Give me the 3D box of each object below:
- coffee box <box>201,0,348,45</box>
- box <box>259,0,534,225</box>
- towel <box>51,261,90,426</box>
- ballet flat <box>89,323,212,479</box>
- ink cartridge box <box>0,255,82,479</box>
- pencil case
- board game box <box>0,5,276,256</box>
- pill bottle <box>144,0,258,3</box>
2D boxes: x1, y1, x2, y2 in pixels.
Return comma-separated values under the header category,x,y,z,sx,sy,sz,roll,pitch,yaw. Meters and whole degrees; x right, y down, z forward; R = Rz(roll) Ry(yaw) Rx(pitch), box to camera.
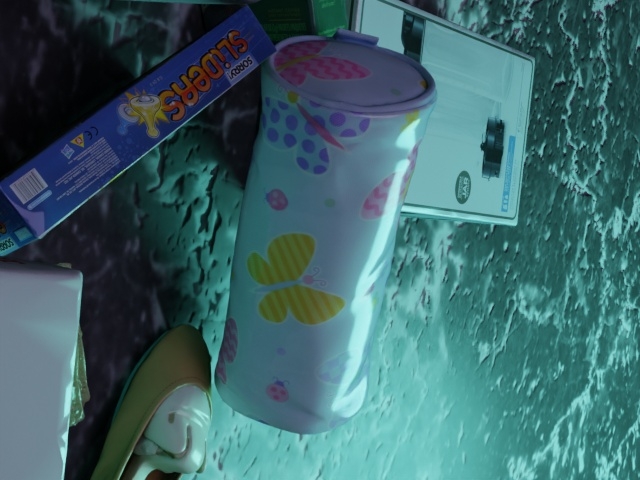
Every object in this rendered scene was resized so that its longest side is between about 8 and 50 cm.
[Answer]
category,x,y,z,sx,sy,sz,roll,pitch,yaw
coffee box,-0.045,-0.224,0.722,0.040,0.113,0.184,-28,118,-43
box,0.074,-0.103,0.911,0.290,0.087,0.169,7,91,-52
towel,-0.202,0.080,0.639,0.148,0.027,0.110,-22,113,-49
ballet flat,-0.117,0.167,0.725,0.080,0.073,0.232,50,57,-46
ink cartridge box,-0.247,0.079,0.442,0.232,0.171,0.168,7,89,-45
pencil case,0.000,0.000,0.720,0.124,0.113,0.273,-54,159,-55
board game box,-0.131,-0.056,0.618,0.201,0.136,0.035,-45,107,-37
pill bottle,-0.097,-0.274,0.604,0.153,0.153,0.265,-9,105,-51
